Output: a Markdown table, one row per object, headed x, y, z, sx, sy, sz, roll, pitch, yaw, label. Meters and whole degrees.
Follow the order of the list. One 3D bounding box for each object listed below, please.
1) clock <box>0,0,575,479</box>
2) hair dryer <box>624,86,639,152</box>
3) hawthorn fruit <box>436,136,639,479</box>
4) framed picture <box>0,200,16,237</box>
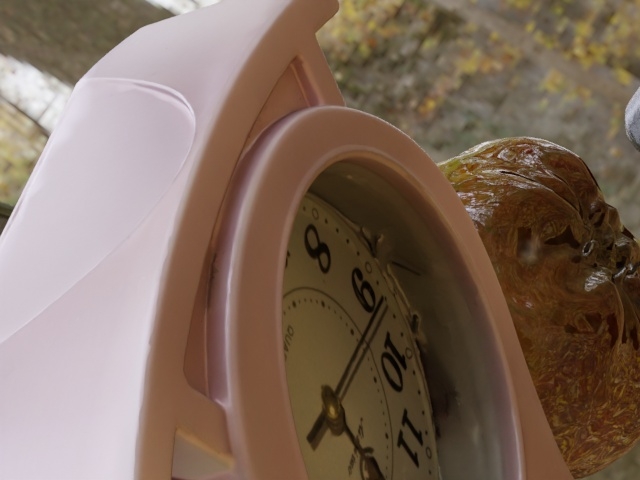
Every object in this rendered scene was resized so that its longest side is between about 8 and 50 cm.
| x | y | z | sx | sy | sz | roll | pitch | yaw | label |
| --- | --- | --- | --- | --- | --- | --- | --- | --- | --- |
| -0.002 | 0.102 | 0.496 | 0.275 | 0.080 | 0.290 | 57 | -148 | -29 | clock |
| 0.337 | -0.142 | 1.283 | 0.248 | 0.070 | 0.114 | -27 | -23 | -37 | hair dryer |
| 0.080 | 0.060 | 0.998 | 0.248 | 0.208 | 0.208 | -33 | -9 | 34 | hawthorn fruit |
| -0.312 | 0.069 | 1.715 | 0.335 | 0.247 | 0.022 | -76 | 4 | -58 | framed picture |
